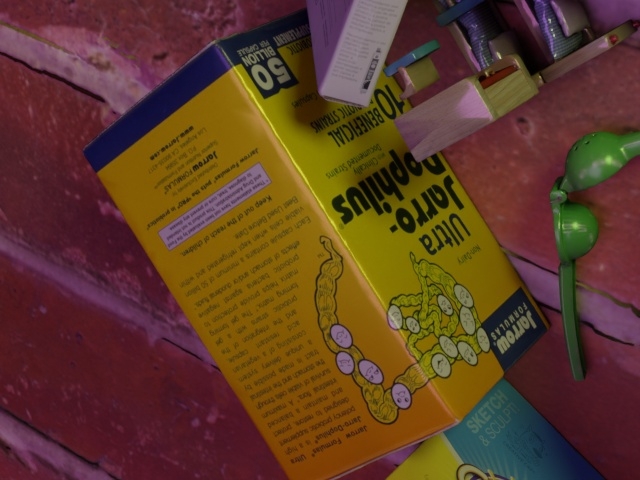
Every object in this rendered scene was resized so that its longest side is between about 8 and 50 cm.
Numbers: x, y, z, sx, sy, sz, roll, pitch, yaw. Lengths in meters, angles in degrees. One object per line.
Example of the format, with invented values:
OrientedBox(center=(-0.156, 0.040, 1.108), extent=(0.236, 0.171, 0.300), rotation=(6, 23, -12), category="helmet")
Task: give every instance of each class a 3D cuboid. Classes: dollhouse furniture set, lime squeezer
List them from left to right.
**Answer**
OrientedBox(center=(0.130, -0.166, 0.989), extent=(0.129, 0.184, 0.129), rotation=(-28, 94, 38), category="dollhouse furniture set")
OrientedBox(center=(0.237, -0.022, 1.077), extent=(0.110, 0.059, 0.310), rotation=(19, 123, -9), category="lime squeezer")

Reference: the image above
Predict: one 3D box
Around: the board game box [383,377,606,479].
OrientedBox(center=(0.147, 0.272, 1.087), extent=(0.242, 0.316, 0.064), rotation=(45, 127, 9), category="board game box")

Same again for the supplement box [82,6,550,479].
OrientedBox(center=(0.000, 0.000, 1.143), extent=(0.195, 0.194, 0.356), rotation=(-31, 92, 39), category="supplement box")

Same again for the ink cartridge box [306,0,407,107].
OrientedBox(center=(0.042, -0.251, 1.003), extent=(0.045, 0.223, 0.224), rotation=(11, 126, -13), category="ink cartridge box")
